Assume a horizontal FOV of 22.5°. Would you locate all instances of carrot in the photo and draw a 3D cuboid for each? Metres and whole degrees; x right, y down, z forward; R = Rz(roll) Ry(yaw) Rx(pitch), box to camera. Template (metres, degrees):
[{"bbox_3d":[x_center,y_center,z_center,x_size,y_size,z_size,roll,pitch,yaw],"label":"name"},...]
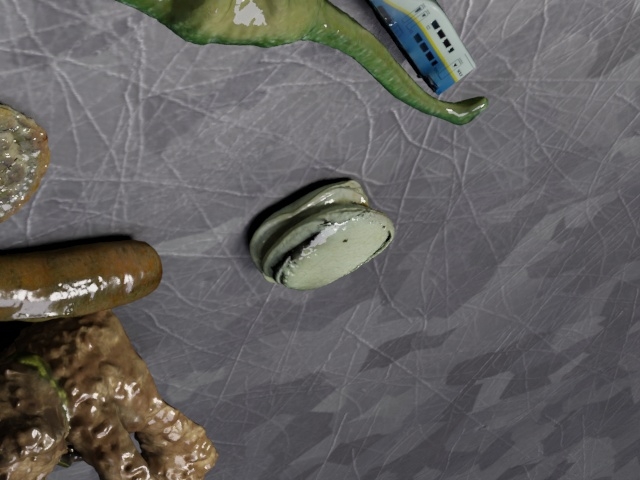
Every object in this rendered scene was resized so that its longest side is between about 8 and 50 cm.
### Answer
[{"bbox_3d":[-0.293,0.043,1.410,0.342,0.070,0.070,-6,144,-35],"label":"carrot"}]

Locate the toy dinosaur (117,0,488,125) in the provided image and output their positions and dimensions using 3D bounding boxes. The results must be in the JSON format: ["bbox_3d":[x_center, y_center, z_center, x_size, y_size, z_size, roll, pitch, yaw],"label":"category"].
[{"bbox_3d":[-0.064,-0.166,1.251,0.447,0.087,0.301,-4,154,-8],"label":"toy dinosaur"}]

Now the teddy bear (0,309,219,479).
[{"bbox_3d":[-0.244,0.187,1.523,0.222,0.246,0.296,-48,148,-23],"label":"teddy bear"}]

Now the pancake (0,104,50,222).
[{"bbox_3d":[-0.291,-0.054,1.290,0.158,0.028,0.158,-22,148,-15],"label":"pancake"}]

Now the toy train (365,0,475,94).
[{"bbox_3d":[0.071,-0.199,1.364,0.051,0.052,0.234,-36,151,5],"label":"toy train"}]

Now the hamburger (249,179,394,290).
[{"bbox_3d":[0.000,0.000,1.612,0.140,0.062,0.133,-34,153,3],"label":"hamburger"}]
